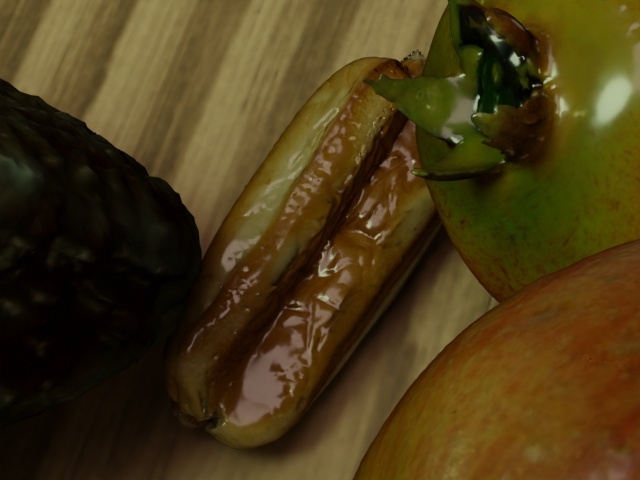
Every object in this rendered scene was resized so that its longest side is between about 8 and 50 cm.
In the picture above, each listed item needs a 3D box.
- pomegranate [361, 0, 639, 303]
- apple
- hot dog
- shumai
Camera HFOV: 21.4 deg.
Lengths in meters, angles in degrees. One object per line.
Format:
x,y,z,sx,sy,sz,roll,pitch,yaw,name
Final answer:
0.142,-0.058,0.810,0.256,0.221,0.221,2,45,-42,pomegranate
0.136,0.152,0.647,0.301,0.301,0.302,-5,58,8,apple
0.000,0.000,0.905,0.102,0.076,0.249,37,70,-12,hot dog
-0.275,0.052,0.795,0.395,0.395,0.348,23,88,23,shumai
